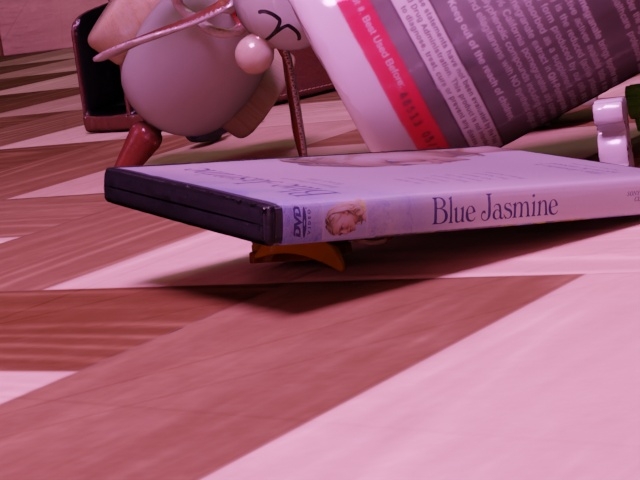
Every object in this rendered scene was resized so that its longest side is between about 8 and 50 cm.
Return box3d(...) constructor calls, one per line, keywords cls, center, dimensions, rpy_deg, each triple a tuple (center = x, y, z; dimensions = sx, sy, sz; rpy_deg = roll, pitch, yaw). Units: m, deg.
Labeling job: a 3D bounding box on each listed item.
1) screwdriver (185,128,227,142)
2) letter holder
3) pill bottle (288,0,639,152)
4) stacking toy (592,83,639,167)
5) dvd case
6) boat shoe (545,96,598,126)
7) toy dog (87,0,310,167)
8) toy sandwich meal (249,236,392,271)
box3d(cls="screwdriver", center=(-0.080, -0.103, 1.767), dimensions=(0.025, 0.024, 0.170), rpy_deg=(27, 16, 20))
box3d(cls="letter holder", center=(-0.103, -0.246, 2.033), dimensions=(0.152, 0.214, 0.302), rpy_deg=(0, 13, 44))
box3d(cls="pill bottle", center=(0.147, -0.175, 1.200), dimensions=(0.318, 0.176, 0.176), rpy_deg=(-28, 8, 4))
box3d(cls="stacking toy", center=(0.261, -0.075, 1.171), dimensions=(0.167, 0.052, 0.221), rpy_deg=(-6, 6, 16))
box3d(cls="dvd case", center=(0.037, -0.027, 1.018), dimensions=(0.253, 0.022, 0.180), rpy_deg=(-5, 11, -31))
box3d(cls="boat shoe", center=(0.071, -0.180, 1.406), dimensions=(0.096, 0.117, 0.324), rpy_deg=(-20, -40, 41))
box3d(cls="toy dog", center=(-0.093, -0.125, 1.436), dimensions=(0.220, 0.161, 0.334), rpy_deg=(26, -11, 6))
box3d(cls="toy sandwich meal", center=(0.000, 0.000, 1.016), dimensions=(0.085, 0.029, 0.085), rpy_deg=(1, 9, 0))
